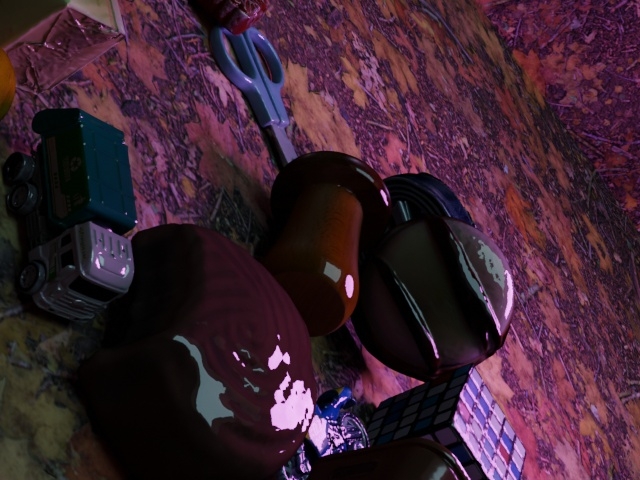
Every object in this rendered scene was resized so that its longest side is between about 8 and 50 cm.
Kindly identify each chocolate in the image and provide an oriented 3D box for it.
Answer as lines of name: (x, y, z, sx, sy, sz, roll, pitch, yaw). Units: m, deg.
chocolate: (0.188, 0.094, 2.026, 0.284, 0.283, 0.186, 60, -4, -5)

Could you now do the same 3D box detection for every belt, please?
belt: (0.159, 0.016, 2.200, 0.116, 0.206, 0.268, -17, 83, -63)

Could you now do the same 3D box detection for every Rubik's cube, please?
Rubik's cube: (0.185, 0.328, 1.969, 0.182, 0.187, 0.184, 58, 28, -12)

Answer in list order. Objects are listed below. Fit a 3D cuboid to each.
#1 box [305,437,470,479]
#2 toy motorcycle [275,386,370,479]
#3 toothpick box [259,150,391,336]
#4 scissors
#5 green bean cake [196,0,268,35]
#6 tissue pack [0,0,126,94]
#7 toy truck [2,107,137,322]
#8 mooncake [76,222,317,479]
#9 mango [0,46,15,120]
box: (0.093, 0.451, 1.559, 0.339, 0.239, 0.229, 57, 42, -15)
toy motorcycle: (-0.008, 0.263, 1.771, 0.254, 0.092, 0.136, -12, 76, -62)
toothpick box: (0.000, 0.000, 1.947, 0.192, 0.192, 0.294, 50, 34, -27)
scissors: (-0.063, -0.163, 2.158, 0.192, 0.029, 0.447, 0, 65, -62)
green bean cake: (-0.155, -0.414, 2.165, 0.135, 0.056, 0.135, 43, 24, -5)
tissue pack: (-0.352, -0.328, 1.608, 0.125, 0.159, 0.234, 23, 46, -54)
toy truck: (-0.286, -0.039, 1.503, 0.114, 0.124, 0.253, 27, 41, -48)
mooncake: (-0.140, 0.134, 1.553, 0.334, 0.174, 0.326, 64, 27, 0)
mango: (-0.397, -0.161, 1.462, 0.098, 0.075, 0.190, 38, 41, -33)
